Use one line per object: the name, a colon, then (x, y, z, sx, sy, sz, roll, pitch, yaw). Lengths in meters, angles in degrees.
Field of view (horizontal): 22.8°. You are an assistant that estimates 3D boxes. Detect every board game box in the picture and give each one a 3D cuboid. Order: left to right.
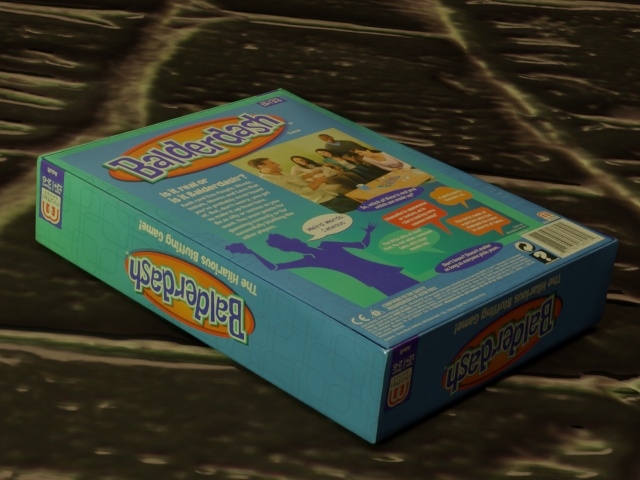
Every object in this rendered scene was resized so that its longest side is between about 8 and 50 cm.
board game box: (0.000, 0.000, 0.710, 0.210, 0.047, 0.160, 28, 34, 35)
